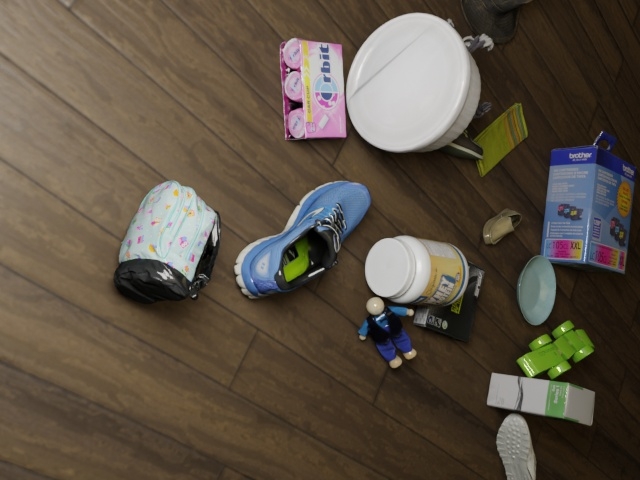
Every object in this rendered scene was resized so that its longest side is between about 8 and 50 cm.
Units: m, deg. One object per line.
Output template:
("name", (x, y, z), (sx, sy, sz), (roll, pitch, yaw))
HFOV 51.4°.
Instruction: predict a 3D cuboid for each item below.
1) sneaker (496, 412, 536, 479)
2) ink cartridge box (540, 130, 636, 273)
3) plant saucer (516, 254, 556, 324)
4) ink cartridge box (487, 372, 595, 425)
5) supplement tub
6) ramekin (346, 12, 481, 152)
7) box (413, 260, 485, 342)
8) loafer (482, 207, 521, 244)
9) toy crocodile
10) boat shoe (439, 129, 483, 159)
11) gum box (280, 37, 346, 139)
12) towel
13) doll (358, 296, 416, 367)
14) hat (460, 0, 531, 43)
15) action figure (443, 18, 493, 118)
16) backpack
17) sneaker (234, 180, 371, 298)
("sneaker", (0.541, 0.567, 1.808), (0.095, 0.090, 0.235), (-30, 116, -51))
("ink cartridge box", (0.791, -0.113, 1.950), (0.270, 0.151, 0.396), (11, 83, -42))
("plant saucer", (0.592, 0.137, 1.853), (0.195, 0.037, 0.195), (-3, 94, -43))
("ink cartridge box", (0.570, 0.411, 1.726), (0.160, 0.219, 0.093), (23, 73, -41))
("supplement tub", (0.208, 0.066, 1.430), (0.199, 0.144, 0.144), (8, 87, -42))
("ramekin", (0.194, -0.302, 1.331), (0.127, 0.272, 0.273), (8, 87, -53))
("box", (0.311, 0.134, 1.595), (0.184, 0.045, 0.191), (24, 77, -38))
("loafer", (0.473, -0.039, 1.728), (0.148, 0.050, 0.056), (-42, 118, -33))
("toy crocodile", (0.675, 0.322, 1.901), (0.340, 0.105, 0.115), (-15, 61, -40))
("boat shoe", (0.306, -0.240, 1.546), (0.227, 0.081, 0.069), (12, 88, -39))
("gum box", (-0.013, -0.288, 1.268), (0.107, 0.062, 0.189), (-8, 98, -42))
("towel", (0.472, -0.266, 1.737), (0.237, 0.021, 0.102), (-40, 116, -33))
("doll", (0.145, 0.187, 1.419), (0.129, 0.046, 0.189), (-30, 124, 1))
("hat", (0.469, -0.665, 1.641), (0.331, 0.134, 0.332), (-2, 93, -43))
("action figure", (0.288, -0.404, 1.478), (0.141, 0.164, 0.276), (-44, 130, -18))
("backpack", (-0.234, 0.000, 1.033), (0.115, 0.151, 0.182), (49, 49, -42))
("sneaker", (0.000, 0.000, 1.239), (0.330, 0.147, 0.130), (-44, 119, -32))
